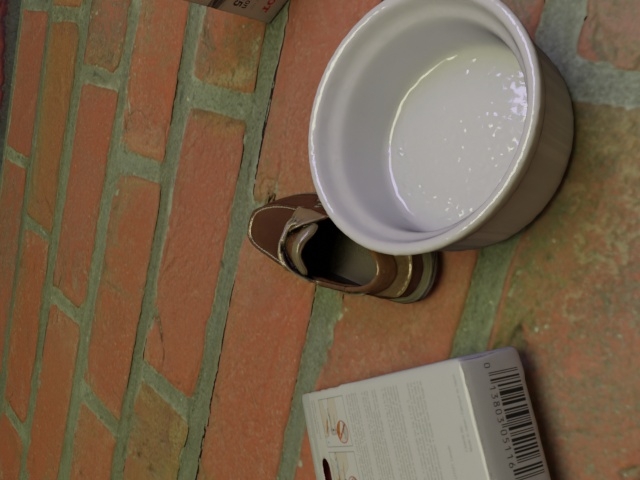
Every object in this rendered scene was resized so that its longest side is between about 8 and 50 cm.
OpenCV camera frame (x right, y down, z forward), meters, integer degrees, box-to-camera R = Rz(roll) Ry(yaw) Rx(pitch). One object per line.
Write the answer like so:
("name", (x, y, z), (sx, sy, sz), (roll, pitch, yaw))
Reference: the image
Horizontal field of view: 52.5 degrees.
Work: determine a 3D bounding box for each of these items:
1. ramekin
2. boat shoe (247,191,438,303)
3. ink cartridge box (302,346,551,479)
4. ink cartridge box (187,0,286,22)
("ramekin", (0.130, -0.116, 0.701), (0.277, 0.135, 0.278), (-8, 79, 42))
("boat shoe", (0.000, 0.000, 0.859), (0.324, 0.116, 0.123), (13, 98, 45))
("ink cartridge box", (0.117, 0.313, 0.783), (0.385, 0.091, 0.309), (-34, 65, 59))
("ink cartridge box", (-0.136, -0.438, 0.893), (0.207, 0.282, 0.117), (-40, 65, 38))
